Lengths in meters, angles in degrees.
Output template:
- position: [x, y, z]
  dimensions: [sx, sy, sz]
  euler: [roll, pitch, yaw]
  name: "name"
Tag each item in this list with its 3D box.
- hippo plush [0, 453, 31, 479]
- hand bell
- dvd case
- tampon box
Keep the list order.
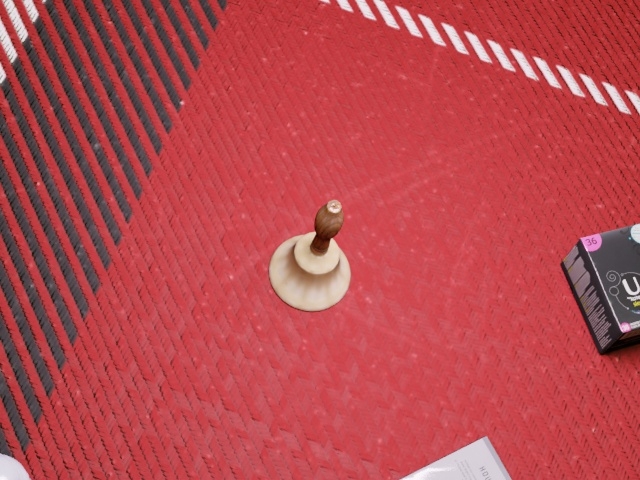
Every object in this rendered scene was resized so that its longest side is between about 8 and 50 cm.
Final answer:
- position: [-0.399, 0.407, 1.555]
  dimensions: [0.294, 0.234, 0.236]
  euler: [-50, 56, 17]
  name: "hippo plush"
- position: [0.000, 0.000, 1.748]
  dimensions: [0.126, 0.242, 0.126]
  euler: [3, 65, -7]
  name: "hand bell"
- position: [0.176, 0.403, 1.714]
  dimensions: [0.238, 0.029, 0.179]
  euler: [-23, 71, -18]
  name: "dvd case"
- position: [0.462, 0.072, 1.868]
  dimensions: [0.120, 0.101, 0.161]
  euler: [-14, 69, -16]
  name: "tampon box"
